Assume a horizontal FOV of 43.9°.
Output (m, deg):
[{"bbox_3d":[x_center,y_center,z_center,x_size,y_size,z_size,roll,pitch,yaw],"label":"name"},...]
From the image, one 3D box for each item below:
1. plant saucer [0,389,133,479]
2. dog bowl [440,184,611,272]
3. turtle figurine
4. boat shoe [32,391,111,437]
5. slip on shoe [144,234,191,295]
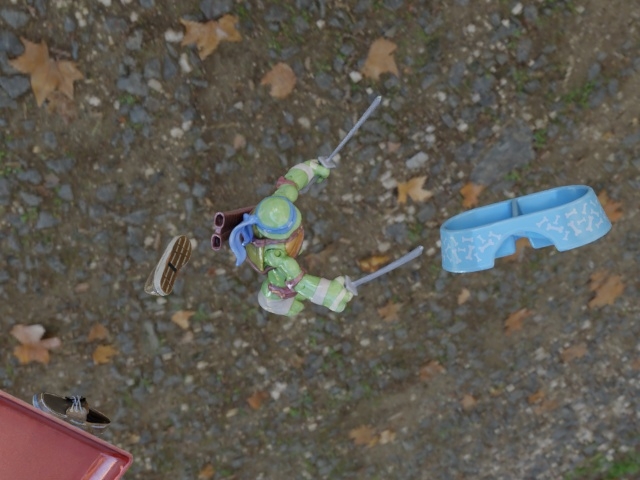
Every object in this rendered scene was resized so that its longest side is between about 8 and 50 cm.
[{"bbox_3d":[-0.390,0.302,0.919,0.258,0.047,0.259,-52,134,-8],"label":"plant saucer"},{"bbox_3d":[0.348,-0.025,1.391,0.297,0.166,0.074,-14,103,16],"label":"dog bowl"},{"bbox_3d":[0.000,0.000,1.055,0.274,0.198,0.266,-34,171,-18],"label":"turtle figurine"},{"bbox_3d":[-0.510,0.351,1.643,0.066,0.066,0.183,-34,136,12],"label":"boat shoe"},{"bbox_3d":[-0.269,0.044,1.402,0.041,0.135,0.051,-11,134,28],"label":"slip on shoe"}]
